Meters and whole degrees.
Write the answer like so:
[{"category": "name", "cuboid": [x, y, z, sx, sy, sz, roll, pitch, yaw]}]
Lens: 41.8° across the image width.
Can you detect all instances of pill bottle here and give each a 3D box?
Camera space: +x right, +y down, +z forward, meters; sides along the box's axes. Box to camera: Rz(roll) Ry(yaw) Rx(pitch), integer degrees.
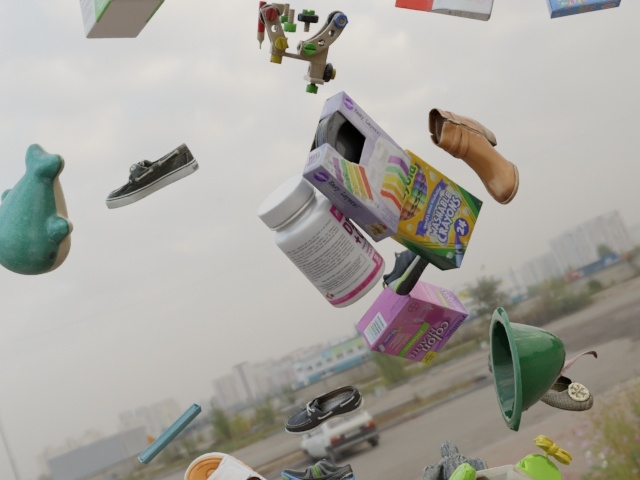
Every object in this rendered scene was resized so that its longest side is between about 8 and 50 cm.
[{"category": "pill bottle", "cuboid": [0.000, 0.000, 1.862, 0.160, 0.283, 0.160, -38, 18, 14]}]

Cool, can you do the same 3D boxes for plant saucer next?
[{"category": "plant saucer", "cuboid": [-0.367, 0.474, 2.059, 0.192, 0.018, 0.067, -43, 11, -18]}]

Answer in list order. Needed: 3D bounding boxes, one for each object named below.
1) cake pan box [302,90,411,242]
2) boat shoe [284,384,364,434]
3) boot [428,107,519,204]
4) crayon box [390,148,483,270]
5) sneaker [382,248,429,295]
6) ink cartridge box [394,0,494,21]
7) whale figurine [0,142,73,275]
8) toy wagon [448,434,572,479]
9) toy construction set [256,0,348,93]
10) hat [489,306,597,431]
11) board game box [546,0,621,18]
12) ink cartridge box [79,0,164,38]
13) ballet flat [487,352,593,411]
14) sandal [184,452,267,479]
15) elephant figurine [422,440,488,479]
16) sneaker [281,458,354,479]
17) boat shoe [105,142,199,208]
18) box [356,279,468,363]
[{"category": "cake pan box", "cuboid": [0.084, -0.169, 1.872, 0.070, 0.267, 0.246, -25, 36, 38]}, {"category": "boat shoe", "cuboid": [0.002, 0.248, 1.237, 0.125, 0.046, 0.038, -19, -50, 7]}, {"category": "boot", "cuboid": [0.275, -0.156, 1.546, 0.152, 0.197, 0.073, 18, -52, -34]}, {"category": "crayon box", "cuboid": [0.249, -0.087, 2.144, 0.323, 0.203, 0.083, 31, -21, -21]}, {"category": "sneaker", "cuboid": [0.252, 0.043, 2.347, 0.235, 0.097, 0.084, -55, -25, -4]}, {"category": "ink cartridge box", "cuboid": [0.310, -0.638, 2.018, 0.232, 0.189, 0.066, 11, -7, 4]}, {"category": "whale figurine", "cuboid": [-0.603, -0.058, 1.726, 0.141, 0.216, 0.272, -12, -57, -53]}, {"category": "toy wagon", "cuboid": [0.307, 0.456, 1.288, 0.344, 0.267, 0.068, -54, 0, -42]}, {"category": "toy construction set", "cuboid": [-0.081, -0.549, 2.396, 0.257, 0.237, 0.309, -8, 23, -37]}, {"category": "hat", "cuboid": [0.351, 0.172, 1.215, 0.183, 0.173, 0.208, -4, 30, 0]}, {"category": "board game box", "cuboid": [0.596, -0.628, 1.961, 0.160, 0.212, 0.039, -9, -22, 5]}, {"category": "ink cartridge box", "cuboid": [-0.409, -0.560, 1.646, 0.114, 0.273, 0.198, -9, -5, -30]}, {"category": "ballet flat", "cuboid": [0.478, 0.298, 1.835, 0.250, 0.058, 0.084, 25, 37, 35]}, {"category": "sandal", "cuboid": [-0.145, 0.493, 1.626, 0.265, 0.102, 0.076, 22, -9, 13]}, {"category": "elephant figurine", "cuboid": [0.271, 0.494, 1.655, 0.169, 0.239, 0.186, 4, -31, -31]}, {"category": "sneaker", "cuboid": [-0.007, 0.600, 2.145, 0.188, 0.078, 0.067, 0, -40, -1]}, {"category": "boat shoe", "cuboid": [-0.364, -0.137, 1.764, 0.219, 0.070, 0.078, -26, 18, 8]}, {"category": "box", "cuboid": [0.274, 0.236, 2.495, 0.243, 0.117, 0.213, 18, -63, -35]}]
